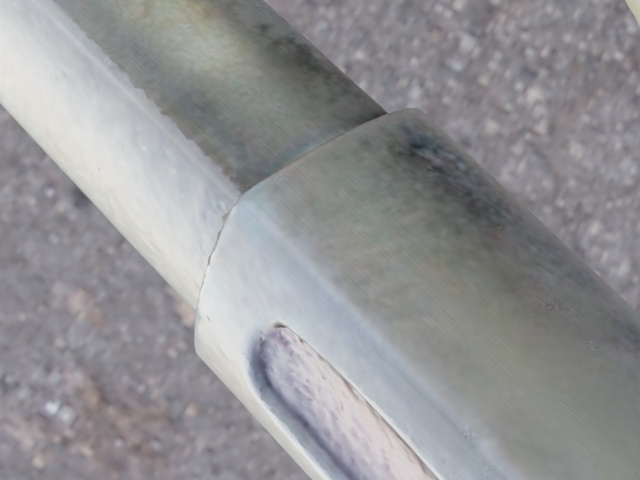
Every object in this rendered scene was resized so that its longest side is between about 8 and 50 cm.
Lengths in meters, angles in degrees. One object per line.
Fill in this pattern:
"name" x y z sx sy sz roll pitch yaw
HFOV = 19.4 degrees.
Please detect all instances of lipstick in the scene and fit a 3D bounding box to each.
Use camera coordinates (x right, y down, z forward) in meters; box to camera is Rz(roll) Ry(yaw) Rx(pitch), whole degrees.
"lipstick" 0.000 0.000 0.506 0.253 0.077 0.079 46 144 22

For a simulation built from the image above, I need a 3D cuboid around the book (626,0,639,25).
"book" 0.145 -0.162 0.359 0.026 0.289 0.201 38 178 33
